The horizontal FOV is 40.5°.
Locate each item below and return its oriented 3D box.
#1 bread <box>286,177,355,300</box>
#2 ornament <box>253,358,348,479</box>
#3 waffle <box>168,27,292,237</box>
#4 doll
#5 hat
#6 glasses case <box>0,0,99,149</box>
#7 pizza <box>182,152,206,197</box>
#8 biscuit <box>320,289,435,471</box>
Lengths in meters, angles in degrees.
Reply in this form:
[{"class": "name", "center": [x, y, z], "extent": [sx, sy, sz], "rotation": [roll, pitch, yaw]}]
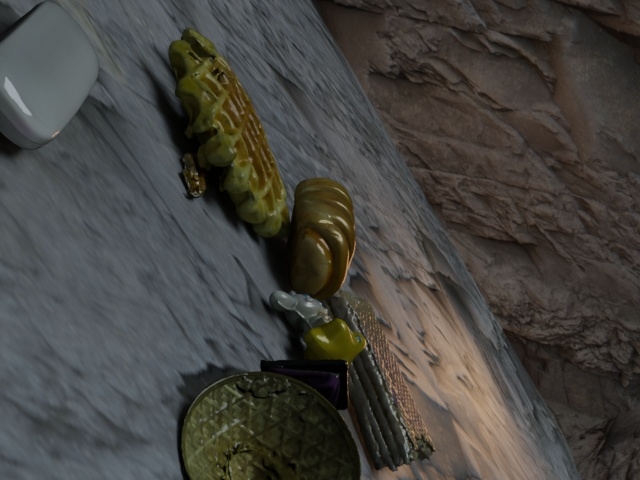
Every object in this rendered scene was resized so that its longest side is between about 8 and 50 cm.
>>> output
[{"class": "bread", "center": [0.000, 0.000, 1.104], "extent": [0.177, 0.084, 0.119], "rotation": [-89, -169, -58]}, {"class": "ornament", "center": [-0.014, 0.209, 0.741], "extent": [0.081, 0.088, 0.203], "rotation": [85, 1, -56]}, {"class": "waffle", "center": [-0.105, -0.131, 1.056], "extent": [0.261, 0.056, 0.250], "rotation": [68, 9, 25]}, {"class": "doll", "center": [-0.005, 0.104, 1.008], "extent": [0.113, 0.071, 0.135], "rotation": [46, 4, 12]}, {"class": "hat", "center": [-0.046, 0.182, 0.683], "extent": [0.145, 0.067, 0.146], "rotation": [14, 42, -13]}, {"class": "glasses case", "center": [-0.216, -0.132, 0.673], "extent": [0.076, 0.049, 0.197], "rotation": [55, 15, -26]}, {"class": "pizza", "center": [-0.135, -0.071, 0.933], "extent": [0.037, 0.016, 0.083], "rotation": [55, 14, -33]}, {"class": "biscuit", "center": [0.064, 0.177, 1.104], "extent": [0.108, 0.061, 0.239], "rotation": [29, 34, -64]}]
